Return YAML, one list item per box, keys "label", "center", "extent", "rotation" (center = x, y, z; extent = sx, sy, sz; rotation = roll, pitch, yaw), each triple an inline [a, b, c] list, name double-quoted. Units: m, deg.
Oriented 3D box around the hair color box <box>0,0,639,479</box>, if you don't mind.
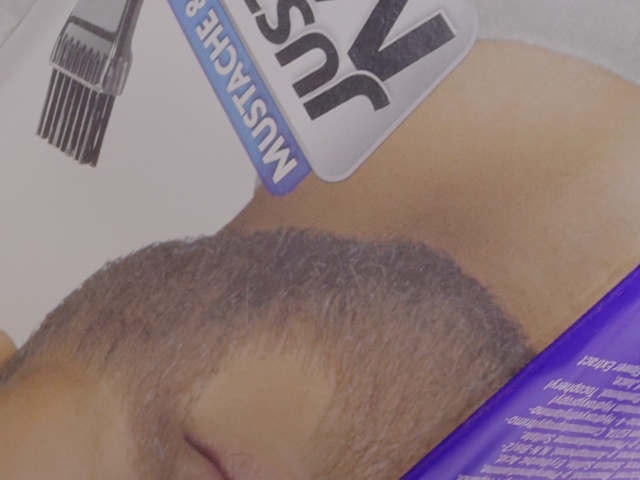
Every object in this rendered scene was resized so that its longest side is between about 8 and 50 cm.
- label: "hair color box"
  center: [0.000, 0.000, 0.443]
  extent: [0.110, 0.185, 0.339]
  rotation: [9, 133, -47]
